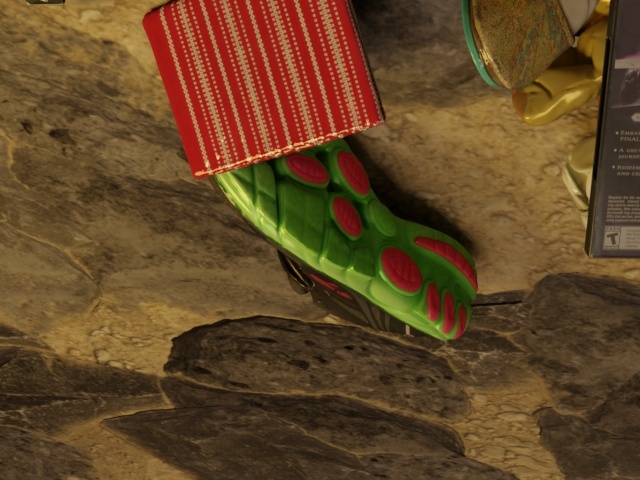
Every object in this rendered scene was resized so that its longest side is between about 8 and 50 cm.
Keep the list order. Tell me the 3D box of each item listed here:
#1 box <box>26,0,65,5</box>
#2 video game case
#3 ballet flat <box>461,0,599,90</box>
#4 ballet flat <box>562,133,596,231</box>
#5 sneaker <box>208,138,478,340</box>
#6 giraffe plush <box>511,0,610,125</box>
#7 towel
[{"bbox_3d":[-0.256,-0.342,1.225,0.045,0.184,0.191,5,150,15],"label":"box"},{"bbox_3d":[0.346,-0.115,1.213,0.196,0.026,0.274,1,107,-5],"label":"video game case"},{"bbox_3d":[0.191,-0.232,1.122,0.123,0.348,0.123,6,119,10],"label":"ballet flat"},{"bbox_3d":[0.324,-0.064,1.461,0.139,0.139,0.400,10,-176,5],"label":"ballet flat"},{"bbox_3d":[0.000,0.000,1.719,0.202,0.185,0.483,-13,138,40],"label":"sneaker"},{"bbox_3d":[0.306,-0.172,1.332,0.210,0.181,0.170,4,165,45],"label":"giraffe plush"},{"bbox_3d":[-0.065,-0.187,1.463,0.275,0.031,0.199,-13,98,37],"label":"towel"}]
